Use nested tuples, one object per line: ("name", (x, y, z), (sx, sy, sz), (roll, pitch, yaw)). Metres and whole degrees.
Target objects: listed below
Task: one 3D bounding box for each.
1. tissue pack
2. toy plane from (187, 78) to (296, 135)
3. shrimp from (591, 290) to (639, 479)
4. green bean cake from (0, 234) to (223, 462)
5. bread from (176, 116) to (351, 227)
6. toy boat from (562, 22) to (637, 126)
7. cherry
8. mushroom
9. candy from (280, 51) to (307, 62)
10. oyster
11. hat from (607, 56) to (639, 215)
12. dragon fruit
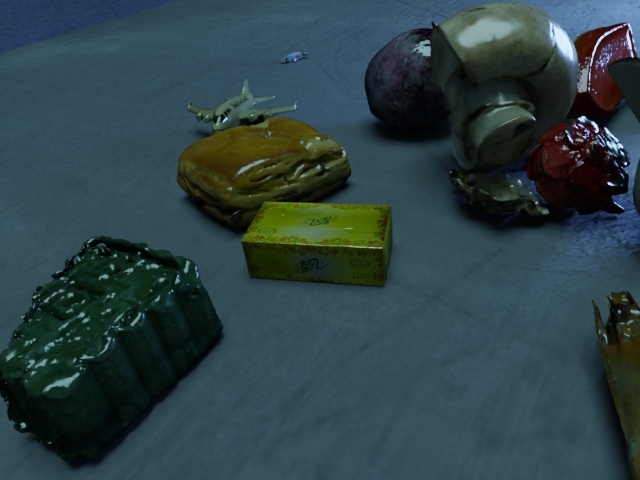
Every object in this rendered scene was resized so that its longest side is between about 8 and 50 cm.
("tissue pack", (0.000, 0.000, 0.640), (0.175, 0.062, 0.095), (2, 36, 15))
("toy plane", (-0.167, -0.247, 0.999), (0.228, 0.092, 0.244), (1, 36, 8))
("shrimp", (0.303, 0.141, 0.382), (0.152, 0.063, 0.287), (2, 39, 9))
("green bean cake", (-0.235, 0.091, 0.515), (0.193, 0.107, 0.208), (15, 42, 27))
("bread", (-0.094, -0.122, 0.798), (0.235, 0.099, 0.210), (-28, 40, -28))
("toy boat", (0.466, -0.296, 0.923), (0.133, 0.145, 0.331), (-5, 25, 47))
("cherry", (0.173, -0.290, 0.930), (0.195, 0.195, 0.195), (-5, 35, 3))
("mushroom", (0.272, -0.212, 0.718), (0.188, 0.254, 0.195), (-21, 49, 11))
("candy", (-0.074, -0.523, 1.437), (0.083, 0.020, 0.030), (-25, 37, -23))
("oyster", (0.234, -0.066, 0.701), (0.103, 0.051, 0.148), (0, 32, -22))
("hat", (0.418, -0.097, 0.564), (0.232, 0.161, 0.275), (-14, 69, -53))
("dragon fruit", (0.341, -0.099, 0.665), (0.121, 0.142, 0.130), (16, 83, 36))
